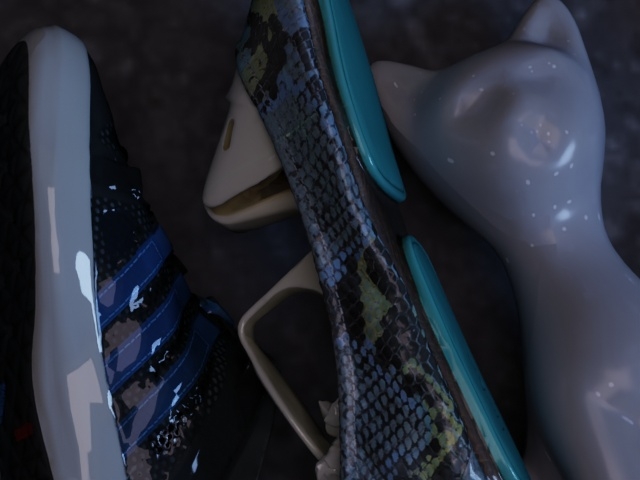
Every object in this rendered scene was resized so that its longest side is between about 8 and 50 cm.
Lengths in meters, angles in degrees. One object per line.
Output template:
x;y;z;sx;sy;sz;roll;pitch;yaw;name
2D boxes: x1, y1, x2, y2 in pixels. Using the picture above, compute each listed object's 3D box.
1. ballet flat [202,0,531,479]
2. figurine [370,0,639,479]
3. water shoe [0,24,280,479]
0.000;0.000;0.388;0.070;0.070;0.188;-17;72;-5;ballet flat
0.134;0.007;0.417;0.214;0.092;0.210;-16;78;-4;figurine
-0.057;0.036;0.414;0.080;0.073;0.203;-4;83;-32;water shoe
